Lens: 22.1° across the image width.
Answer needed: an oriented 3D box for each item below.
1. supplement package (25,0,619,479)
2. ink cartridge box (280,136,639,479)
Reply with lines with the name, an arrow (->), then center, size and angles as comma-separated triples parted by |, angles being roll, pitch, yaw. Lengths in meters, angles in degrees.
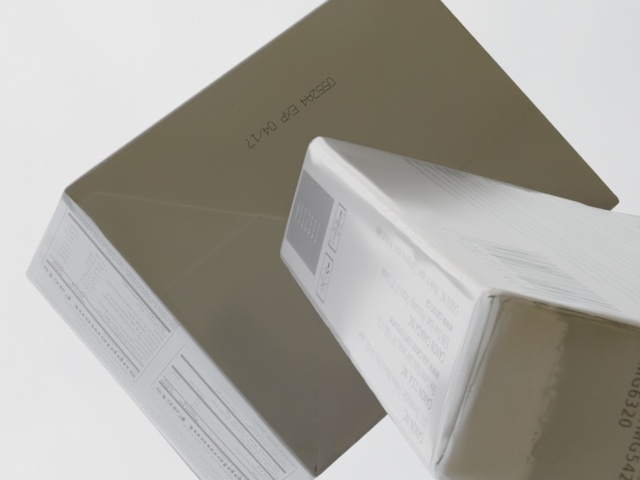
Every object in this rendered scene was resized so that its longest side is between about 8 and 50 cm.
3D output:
supplement package -> 0.000, 0.000, 0.956 | 0.262, 0.145, 0.204 | -39, -94, -27
ink cartridge box -> 0.136, 0.037, 0.627 | 0.261, 0.296, 0.066 | 12, -80, -12
